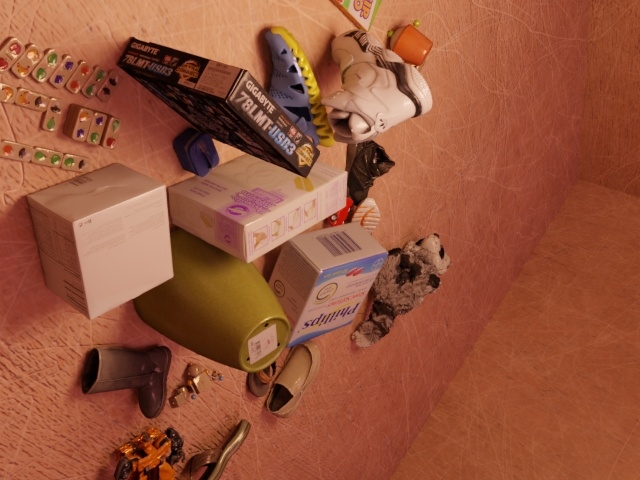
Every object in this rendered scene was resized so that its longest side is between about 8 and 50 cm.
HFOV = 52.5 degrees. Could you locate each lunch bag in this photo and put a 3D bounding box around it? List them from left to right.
[{"bbox_3d":[-0.257,-0.181,1.368,0.067,0.065,0.098,-47,143,-26],"label":"lunch bag"}]

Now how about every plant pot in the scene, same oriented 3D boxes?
[{"bbox_3d":[-0.210,0.151,1.410,0.274,0.293,0.275,-29,136,-32],"label":"plant pot"}]

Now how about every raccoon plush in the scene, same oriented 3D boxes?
[{"bbox_3d":[0.280,0.157,2.334,0.446,0.216,0.299,-45,170,23],"label":"raccoon plush"}]

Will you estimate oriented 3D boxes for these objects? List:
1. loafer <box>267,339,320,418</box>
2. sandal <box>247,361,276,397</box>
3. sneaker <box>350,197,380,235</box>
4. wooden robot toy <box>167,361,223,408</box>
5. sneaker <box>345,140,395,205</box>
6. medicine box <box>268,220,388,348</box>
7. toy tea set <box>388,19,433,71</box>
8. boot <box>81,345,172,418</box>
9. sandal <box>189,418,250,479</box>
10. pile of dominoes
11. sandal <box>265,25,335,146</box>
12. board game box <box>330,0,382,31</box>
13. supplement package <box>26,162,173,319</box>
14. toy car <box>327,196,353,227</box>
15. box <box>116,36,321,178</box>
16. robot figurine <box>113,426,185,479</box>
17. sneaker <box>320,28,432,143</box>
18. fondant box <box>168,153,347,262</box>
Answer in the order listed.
[{"bbox_3d":[-0.084,0.429,1.989,0.092,0.102,0.269,9,104,-63],"label":"loafer"},{"bbox_3d":[-0.156,0.365,1.880,0.090,0.060,0.219,-11,119,-52],"label":"sandal"},{"bbox_3d":[0.127,-0.054,1.976,0.215,0.084,0.083,101,-8,-45],"label":"sneaker"},{"bbox_3d":[-0.325,0.350,1.647,0.173,0.076,0.079,-29,98,-43],"label":"wooden robot toy"},{"bbox_3d":[0.141,-0.185,1.880,0.087,0.130,0.228,-29,136,-41],"label":"sneaker"},{"bbox_3d":[0.003,0.117,1.775,0.263,0.149,0.289,-14,138,-42],"label":"medicine box"},{"bbox_3d":[0.186,-0.455,1.817,0.336,0.124,0.200,-57,176,-19],"label":"toy tea set"},{"bbox_3d":[-0.432,0.320,1.442,0.208,0.076,0.190,2,95,-63],"label":"boot"},{"bbox_3d":[-0.308,0.610,1.806,0.120,0.086,0.303,-41,-173,48],"label":"sandal"},{"bbox_3d":[-0.447,-0.218,1.094,0.251,0.040,0.196,7,105,-57],"label":"pile of dominoes"},{"bbox_3d":[-0.069,-0.333,1.498,0.138,0.126,0.317,-19,125,3],"label":"sandal"},{"bbox_3d":[0.085,-0.619,1.602,0.259,0.039,0.124,18,96,-60],"label":"board game box"},{"bbox_3d":[-0.399,-0.004,1.201,0.194,0.149,0.203,-30,134,-42],"label":"supplement package"},{"bbox_3d":[0.000,0.000,1.870,0.225,0.053,0.239,-26,130,-44],"label":"toy car"},{"bbox_3d":[-0.183,-0.246,1.220,0.073,0.293,0.295,-60,147,-6],"label":"box"},{"bbox_3d":[-0.434,0.589,1.606,0.211,0.085,0.291,-25,131,-46],"label":"robot figurine"},{"bbox_3d":[0.076,-0.357,1.509,0.210,0.366,0.137,-34,137,-9],"label":"sneaker"},{"bbox_3d":[-0.132,-0.096,1.442,0.330,0.238,0.096,-33,136,-41],"label":"fondant box"}]
